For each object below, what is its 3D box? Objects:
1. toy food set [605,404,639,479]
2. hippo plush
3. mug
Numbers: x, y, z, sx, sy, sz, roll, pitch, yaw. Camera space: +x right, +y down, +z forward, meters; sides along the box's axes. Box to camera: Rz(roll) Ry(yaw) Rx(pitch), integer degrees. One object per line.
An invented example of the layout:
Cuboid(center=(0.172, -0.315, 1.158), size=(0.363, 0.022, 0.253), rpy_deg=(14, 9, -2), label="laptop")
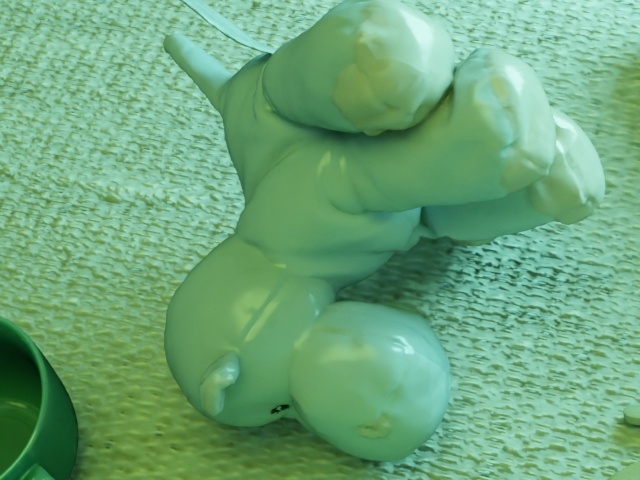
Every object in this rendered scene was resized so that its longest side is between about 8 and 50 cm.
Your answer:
Cuboid(center=(0.211, 0.166, 0.773), size=(0.132, 0.039, 0.192), rpy_deg=(3, 32, 23), label="toy food set")
Cuboid(center=(0.000, 0.000, 0.815), size=(0.294, 0.234, 0.237), rpy_deg=(21, 79, 0), label="hippo plush")
Cuboid(center=(-0.212, 0.132, 0.854), size=(0.129, 0.097, 0.158), rpy_deg=(-17, 58, -2), label="mug")
